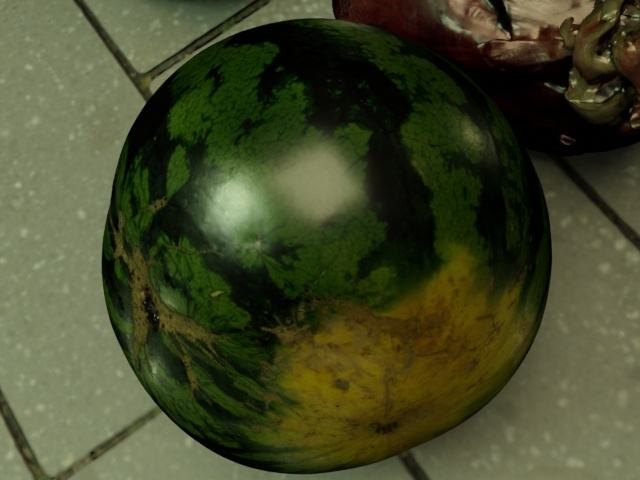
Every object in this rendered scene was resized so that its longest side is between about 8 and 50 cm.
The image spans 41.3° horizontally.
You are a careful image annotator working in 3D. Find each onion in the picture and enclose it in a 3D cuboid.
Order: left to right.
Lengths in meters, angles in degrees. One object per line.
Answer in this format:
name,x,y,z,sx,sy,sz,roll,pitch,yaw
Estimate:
onion,0.140,-0.172,0.568,0.281,0.221,0.281,-1,40,1

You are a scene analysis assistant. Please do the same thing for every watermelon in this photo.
watermelon,0.004,0.003,0.498,0.269,0.269,0.269,-3,68,9
